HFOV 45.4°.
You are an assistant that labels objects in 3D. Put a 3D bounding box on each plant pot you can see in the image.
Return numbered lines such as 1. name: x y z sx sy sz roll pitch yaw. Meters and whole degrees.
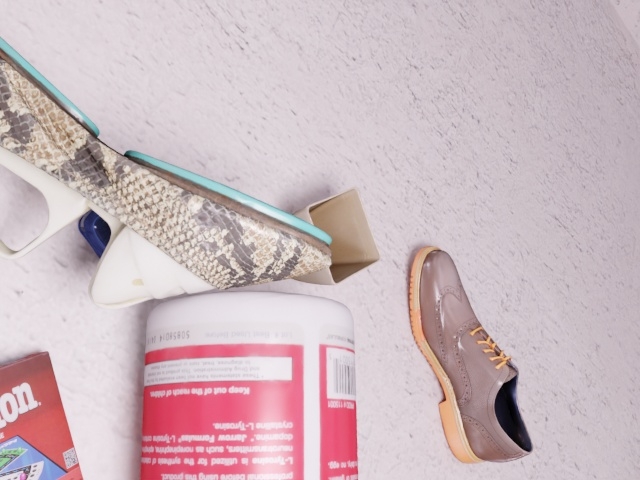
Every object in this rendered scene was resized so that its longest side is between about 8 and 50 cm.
1. plant pot: 0.000 0.000 1.042 0.109 0.096 0.109 -25 99 -46

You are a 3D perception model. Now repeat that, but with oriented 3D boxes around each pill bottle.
1. pill bottle: -0.073 0.269 0.800 0.229 0.229 0.407 13 70 -43

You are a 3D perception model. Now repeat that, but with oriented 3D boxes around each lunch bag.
1. lunch bag: -0.219 -0.006 0.844 0.067 0.065 0.098 -41 111 -27

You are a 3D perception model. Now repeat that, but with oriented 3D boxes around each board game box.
1. board game box: -0.319 0.199 0.648 0.281 0.027 0.145 -18 92 -66

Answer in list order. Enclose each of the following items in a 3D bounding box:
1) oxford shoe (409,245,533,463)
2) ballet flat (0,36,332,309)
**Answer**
1. oxford shoe: 0.247 0.176 1.222 0.130 0.133 0.363 -22 95 -46
2. ballet flat: -0.228 -0.047 0.731 0.483 0.164 0.182 32 82 -9
